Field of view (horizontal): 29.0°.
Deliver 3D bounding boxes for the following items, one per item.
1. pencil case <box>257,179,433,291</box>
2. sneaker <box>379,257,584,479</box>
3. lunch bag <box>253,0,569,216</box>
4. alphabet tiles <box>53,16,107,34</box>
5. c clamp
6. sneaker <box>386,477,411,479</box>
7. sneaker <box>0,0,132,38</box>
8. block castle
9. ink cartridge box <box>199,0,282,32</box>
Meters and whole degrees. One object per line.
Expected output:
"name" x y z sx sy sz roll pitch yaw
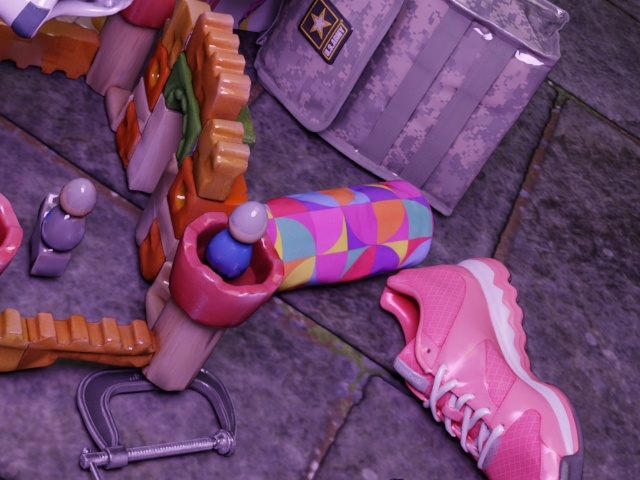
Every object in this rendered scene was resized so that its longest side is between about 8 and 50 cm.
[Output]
"pencil case" 0.000 0.000 1.197 0.236 0.104 0.104 -11 58 -39
"sneaker" 0.137 0.144 1.161 0.136 0.116 0.313 2 42 -20
"lunch bag" 0.086 -0.208 1.346 0.287 0.235 0.169 31 33 -3
"alphabet tiles" -0.299 -0.337 1.380 0.285 0.011 0.342 32 40 -4
"c clamp" -0.131 0.156 1.010 0.161 0.022 0.137 -7 49 -39
"sneaker" 0.102 0.275 1.009 0.067 0.078 0.188 2 49 -34
"sneaker" -0.172 -0.225 0.982 0.091 0.094 0.258 53 48 -3
"block castle" -0.216 -0.107 1.045 0.303 0.212 0.453 8 44 -29
"ink cartridge box" -0.088 -0.306 1.447 0.198 0.067 0.115 3 53 -37
